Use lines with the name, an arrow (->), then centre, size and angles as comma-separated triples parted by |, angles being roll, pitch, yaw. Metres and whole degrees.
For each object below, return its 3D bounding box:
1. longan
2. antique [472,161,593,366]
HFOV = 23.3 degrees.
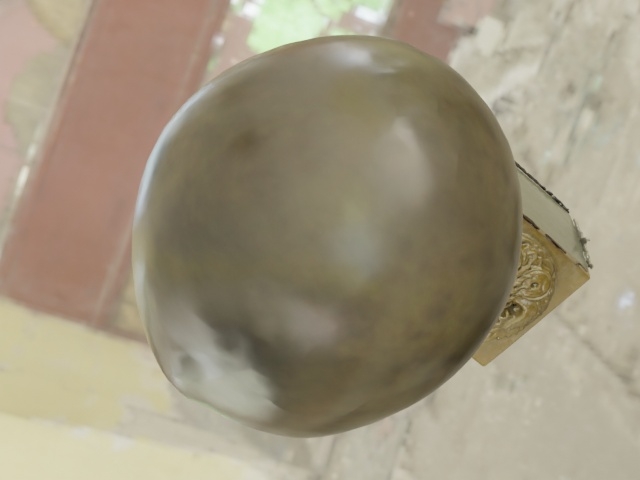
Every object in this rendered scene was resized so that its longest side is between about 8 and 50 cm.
longan -> 0.000, 0.000, 0.682 | 0.167, 0.167, 0.187 | -93, 28, -50
antique -> 0.154, 0.010, 1.474 | 0.152, 0.147, 0.148 | -43, 22, 21
